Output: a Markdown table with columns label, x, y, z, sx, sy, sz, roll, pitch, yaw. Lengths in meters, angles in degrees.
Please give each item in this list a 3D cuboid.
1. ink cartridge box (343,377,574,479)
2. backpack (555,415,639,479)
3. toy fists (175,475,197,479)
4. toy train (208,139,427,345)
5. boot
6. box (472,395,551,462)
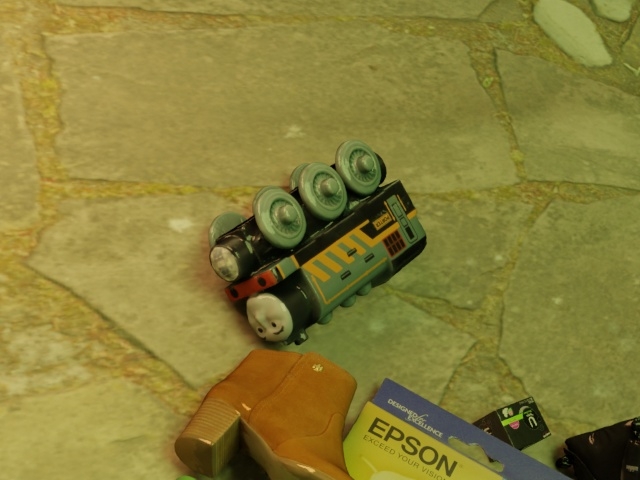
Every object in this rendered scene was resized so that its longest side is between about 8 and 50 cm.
| label | x | y | z | sx | sy | sz | roll | pitch | yaw |
| --- | --- | --- | --- | --- | --- | --- | --- | --- | --- |
| ink cartridge box | 0.152 | 0.325 | 1.565 | 0.304 | 0.072 | 0.307 | 28 | 51 | 8 |
| backpack | 0.430 | 0.343 | 1.812 | 0.115 | 0.152 | 0.182 | -3 | 71 | -45 |
| toy fists | -0.067 | 0.348 | 1.401 | 0.279 | 0.142 | 0.096 | 37 | 46 | -15 |
| toy train | 0.000 | 0.000 | 1.693 | 0.334 | 0.142 | 0.190 | -35 | 97 | -46 |
| boot | 0.002 | 0.224 | 1.494 | 0.295 | 0.104 | 0.211 | 22 | 38 | 19 |
| box | 0.261 | 0.258 | 1.789 | 0.083 | 0.052 | 0.062 | -12 | 71 | -44 |
